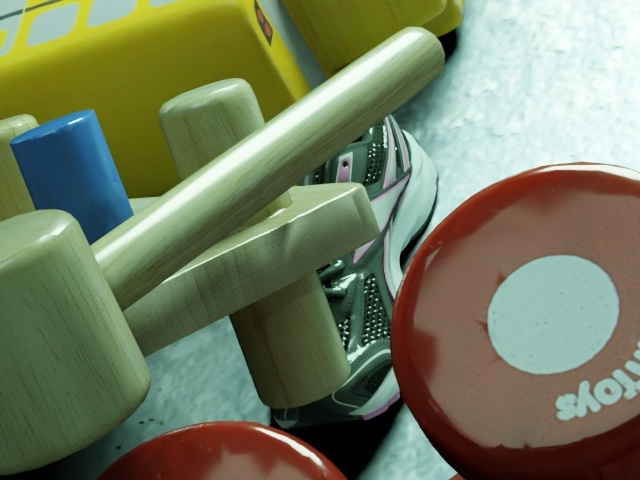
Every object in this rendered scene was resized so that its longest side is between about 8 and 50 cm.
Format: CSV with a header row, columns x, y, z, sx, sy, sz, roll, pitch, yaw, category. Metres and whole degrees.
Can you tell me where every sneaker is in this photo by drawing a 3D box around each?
x,y,z,sx,sy,sz,roll,pitch,yaw,category
0.000,0.000,0.847,0.072,0.077,0.178,-16,40,21,sneaker

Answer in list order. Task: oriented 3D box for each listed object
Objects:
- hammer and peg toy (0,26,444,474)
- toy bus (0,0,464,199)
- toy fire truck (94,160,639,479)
x,y,z,sx,sy,sz,roll,pitch,yaw,category
-0.106,0.036,0.726,0.266,0.127,0.361,-27,13,-32,hammer and peg toy
-0.099,-0.091,0.995,0.333,0.108,0.130,-15,40,20,toy bus
0.078,0.146,0.565,0.302,0.169,0.254,-37,52,-4,toy fire truck
